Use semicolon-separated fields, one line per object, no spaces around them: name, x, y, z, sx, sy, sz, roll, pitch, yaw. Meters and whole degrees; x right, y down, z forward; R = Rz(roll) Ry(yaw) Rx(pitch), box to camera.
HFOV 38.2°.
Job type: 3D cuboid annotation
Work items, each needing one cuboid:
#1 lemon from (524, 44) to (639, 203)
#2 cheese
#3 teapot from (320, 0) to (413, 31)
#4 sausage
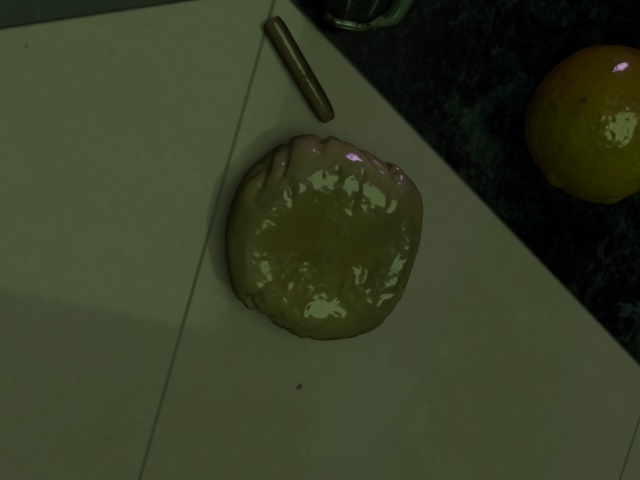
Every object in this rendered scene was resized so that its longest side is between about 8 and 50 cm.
lemon;0.337;-0.142;1.088;0.178;0.178;0.203;43;86;-21
cheese;0.000;0.000;1.033;0.214;0.117;0.226;21;97;-15
teapot;0.052;-0.272;1.013;0.124;0.092;0.091;9;121;-12
sausage;-0.022;-0.189;1.035;0.024;0.024;0.132;-35;108;-10
